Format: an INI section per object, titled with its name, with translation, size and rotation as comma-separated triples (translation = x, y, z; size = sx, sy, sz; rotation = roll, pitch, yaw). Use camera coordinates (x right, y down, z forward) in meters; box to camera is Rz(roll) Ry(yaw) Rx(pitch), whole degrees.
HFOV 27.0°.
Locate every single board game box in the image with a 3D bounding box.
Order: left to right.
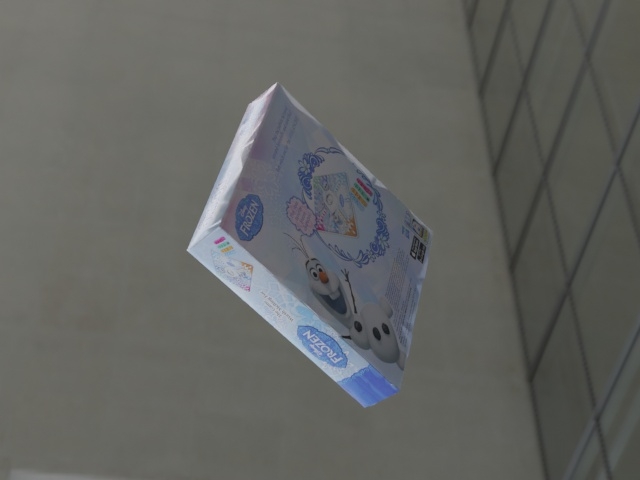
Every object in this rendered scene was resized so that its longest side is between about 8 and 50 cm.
[board game box]
translation = 0.000, 0.000, 0.486
size = 0.090, 0.020, 0.090
rotation = 44, -144, -21
